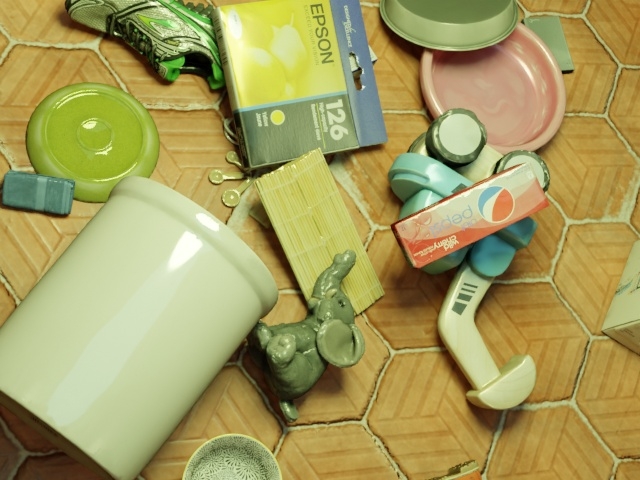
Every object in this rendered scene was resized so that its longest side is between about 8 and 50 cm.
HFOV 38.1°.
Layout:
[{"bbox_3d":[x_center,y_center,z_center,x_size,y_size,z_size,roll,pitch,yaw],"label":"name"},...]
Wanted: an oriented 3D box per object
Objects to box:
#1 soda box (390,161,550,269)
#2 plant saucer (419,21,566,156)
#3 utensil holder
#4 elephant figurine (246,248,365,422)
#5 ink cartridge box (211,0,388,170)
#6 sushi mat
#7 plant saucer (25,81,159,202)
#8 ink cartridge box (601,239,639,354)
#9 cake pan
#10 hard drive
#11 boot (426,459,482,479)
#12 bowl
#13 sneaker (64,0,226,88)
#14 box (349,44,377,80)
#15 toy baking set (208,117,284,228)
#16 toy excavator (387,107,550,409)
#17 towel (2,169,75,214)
[{"bbox_3d":[0.261,-0.044,1.636,0.263,0.083,0.092,-26,92,-2],"label":"soda box"},{"bbox_3d":[0.355,-0.321,1.957,0.332,0.084,0.331,6,71,-17],"label":"plant saucer"},{"bbox_3d":[-0.307,0.146,1.463,0.328,0.327,0.385,38,67,-3],"label":"utensil holder"},{"bbox_3d":[0.000,0.164,1.642,0.240,0.186,0.169,-25,51,-22],"label":"elephant figurine"},{"bbox_3d":[-0.027,-0.309,1.762,0.307,0.072,0.303,-13,94,-17],"label":"ink cartridge box"},{"bbox_3d":[0.000,0.000,1.727,0.151,0.019,0.316,-29,101,-25],"label":"sushi mat"},{"bbox_3d":[-0.412,-0.187,1.691,0.241,0.037,0.240,5,72,-16],"label":"plant saucer"},{"bbox_3d":[0.720,0.116,1.888,0.171,0.168,0.232,30,67,-8],"label":"ink cartridge box"},{"bbox_3d":[0.271,-0.504,1.933,0.293,0.054,0.293,1,48,-1],"label":"cake pan"},{"bbox_3d":[0.509,-0.437,2.077,0.094,0.022,0.135,-8,75,-20],"label":"hard drive"},{"bbox_3d":[0.232,0.464,1.681,0.158,0.059,0.084,-16,83,-23],"label":"boot"},{"bbox_3d":[-0.155,0.415,1.557,0.170,0.080,0.170,6,71,-16],"label":"bowl"},{"bbox_3d":[-0.308,-0.390,1.737,0.344,0.134,0.146,15,70,-13],"label":"sneaker"},{"bbox_3d":[0.022,-0.383,1.874,0.126,0.072,0.137,-30,84,-22],"label":"box"},{"bbox_3d":[-0.105,-0.152,1.782,0.197,0.030,0.256,18,68,-12],"label":"toy baking set"},{"bbox_3d":[0.277,0.042,1.771,0.433,0.222,0.445,32,79,-4],"label":"toy excavator"},{"bbox_3d":[-0.495,-0.083,1.626,0.120,0.029,0.067,8,104,-14],"label":"towel"}]
